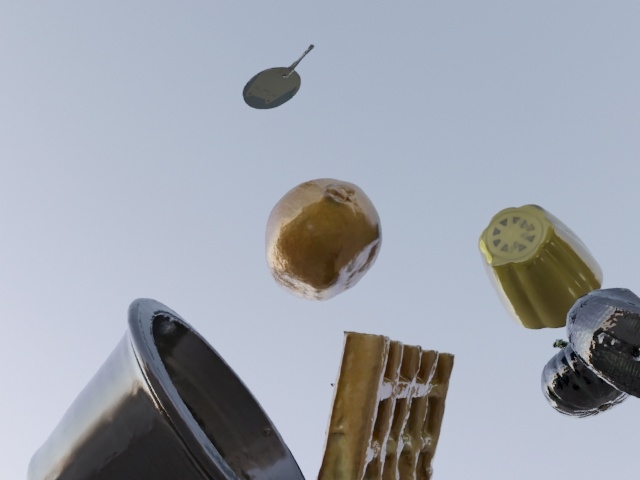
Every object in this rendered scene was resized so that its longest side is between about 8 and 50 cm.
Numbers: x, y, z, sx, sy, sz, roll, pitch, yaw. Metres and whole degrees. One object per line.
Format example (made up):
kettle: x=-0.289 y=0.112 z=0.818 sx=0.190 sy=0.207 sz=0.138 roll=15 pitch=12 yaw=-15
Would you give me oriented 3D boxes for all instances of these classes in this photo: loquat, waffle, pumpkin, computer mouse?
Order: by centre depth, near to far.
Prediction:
computer mouse: x=0.257 y=0.087 z=0.612 sx=0.047 sy=0.135 sz=0.079 roll=7 pitch=-73 yaw=-30
loquat: x=0.000 y=0.000 z=1.130 sx=0.187 sy=0.176 sz=0.234 roll=-16 pitch=-32 yaw=-19
waffle: x=0.114 y=0.314 z=1.182 sx=0.078 sy=0.304 sz=0.348 roll=6 pitch=-8 yaw=32
pumpkin: x=0.514 y=0.259 z=1.358 sx=0.194 sy=0.150 sz=0.194 roll=7 pitch=-29 yaw=4

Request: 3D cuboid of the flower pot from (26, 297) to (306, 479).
flower pot: x=-0.125 y=0.178 z=0.560 sx=0.148 sy=0.235 sz=0.235 roll=-37 pitch=-61 yaw=-2

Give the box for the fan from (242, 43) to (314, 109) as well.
fan: x=-0.069 y=-0.297 z=1.303 sx=0.113 sy=0.005 sz=0.175 roll=9 pitch=-40 yaw=-47

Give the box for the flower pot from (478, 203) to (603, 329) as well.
flower pot: x=0.377 y=0.035 z=1.270 sx=0.195 sy=0.195 sz=0.179 roll=-28 pitch=-47 yaw=20
